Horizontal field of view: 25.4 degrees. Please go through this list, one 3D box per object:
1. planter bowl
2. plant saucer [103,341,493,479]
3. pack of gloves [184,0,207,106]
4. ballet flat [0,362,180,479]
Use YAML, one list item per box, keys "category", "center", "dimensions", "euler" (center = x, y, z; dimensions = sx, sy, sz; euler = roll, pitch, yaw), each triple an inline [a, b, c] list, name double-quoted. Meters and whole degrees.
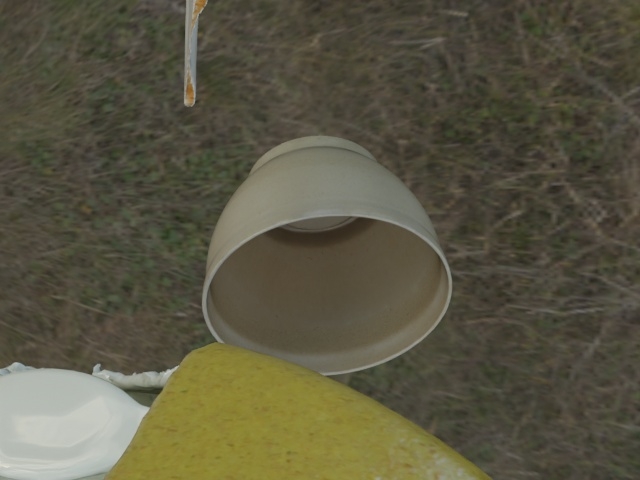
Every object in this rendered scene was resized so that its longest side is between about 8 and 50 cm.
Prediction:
- category: "planter bowl"
  center: [0.000, 0.000, 0.950]
  dimensions: [0.162, 0.162, 0.109]
  euler: [12, 44, -19]
- category: "plant saucer"
  center: [0.043, 0.213, 0.308]
  dimensions: [0.081, 0.333, 0.332]
  euler: [-27, 105, 24]
- category: "pack of gloves"
  center: [-0.048, -0.223, 0.798]
  dimensions: [0.046, 0.195, 0.232]
  euler: [2, 48, -7]
- category: "ballet flat"
  center: [-0.164, 0.106, 0.692]
  dimensions: [0.147, 0.409, 0.147]
  euler: [16, 71, -54]
